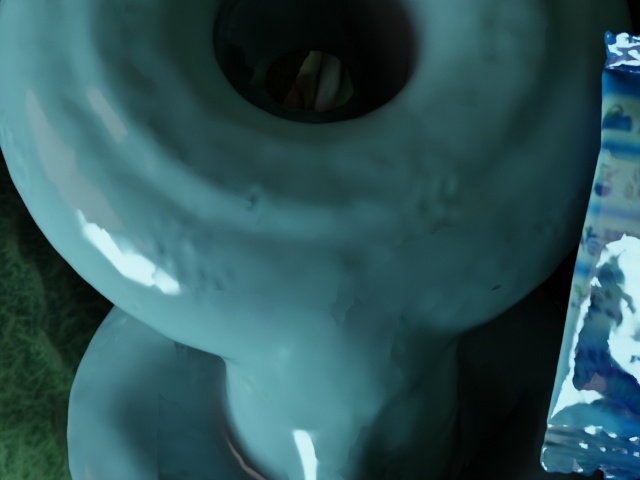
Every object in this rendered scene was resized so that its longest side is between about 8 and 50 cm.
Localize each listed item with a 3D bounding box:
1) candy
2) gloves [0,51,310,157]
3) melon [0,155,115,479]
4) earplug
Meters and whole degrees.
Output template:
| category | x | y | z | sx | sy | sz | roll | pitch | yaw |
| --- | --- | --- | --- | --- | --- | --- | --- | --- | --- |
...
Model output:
| category | x | y | z | sx | sy | sz | roll | pitch | yaw |
| --- | --- | --- | --- | --- | --- | --- | --- | --- | --- |
| candy | 0.114 | 0.010 | 0.439 | 0.088 | 0.038 | 0.136 | 9 | 94 | 24 |
| gloves | -0.062 | -0.187 | 0.694 | 0.203 | 0.155 | 0.356 | 3 | 72 | 22 |
| melon | -0.125 | 0.099 | 0.718 | 0.248 | 0.248 | 0.329 | -61 | 42 | 42 |
| earplug | 0.000 | 0.002 | 0.529 | 0.175 | 0.214 | 0.325 | -101 | 8 | -82 |
